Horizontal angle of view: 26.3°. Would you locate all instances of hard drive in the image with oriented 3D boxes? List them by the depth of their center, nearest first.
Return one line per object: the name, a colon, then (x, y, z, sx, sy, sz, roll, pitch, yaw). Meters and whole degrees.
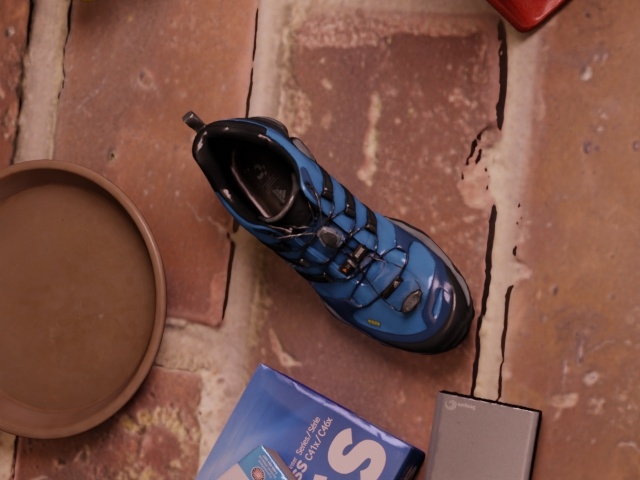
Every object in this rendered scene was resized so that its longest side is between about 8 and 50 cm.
hard drive: (0.141, 0.209, 1.223, 0.094, 0.022, 0.135, 10, 92, 20)

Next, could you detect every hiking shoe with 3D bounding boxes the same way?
hiking shoe: (0.000, 0.000, 1.221, 0.304, 0.132, 0.113, 38, 101, 17)

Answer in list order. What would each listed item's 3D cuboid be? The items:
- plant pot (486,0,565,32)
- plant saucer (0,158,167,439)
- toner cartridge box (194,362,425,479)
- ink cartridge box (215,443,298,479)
plant pot: (0.157, -0.377, 1.121, 0.267, 0.267, 0.236, -42, 63, 15)
plant saucer: (-0.272, 0.059, 1.371, 0.277, 0.041, 0.278, -1, 88, 20)
toner cartridge box: (-0.062, 0.302, 1.227, 0.165, 0.075, 0.348, 26, 84, 20)
ink cartridge box: (-0.066, 0.249, 1.173, 0.122, 0.052, 0.088, -39, 69, 0)
